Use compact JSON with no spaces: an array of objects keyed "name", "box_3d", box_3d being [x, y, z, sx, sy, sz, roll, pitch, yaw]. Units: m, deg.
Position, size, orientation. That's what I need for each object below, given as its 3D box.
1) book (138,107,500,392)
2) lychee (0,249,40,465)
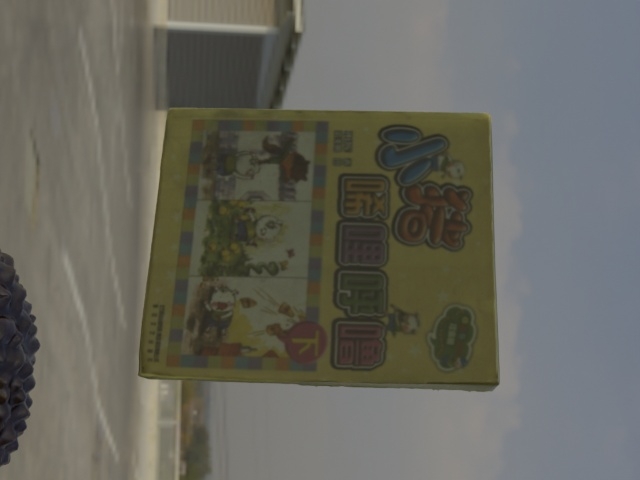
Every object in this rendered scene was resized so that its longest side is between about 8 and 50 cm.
[{"name":"book","box_3d":[0.000,0.000,0.581,0.013,0.193,0.167,82,10,-65]},{"name":"lychee","box_3d":[-0.329,0.081,0.711,0.267,0.268,0.267,-178,-90,-82]}]
